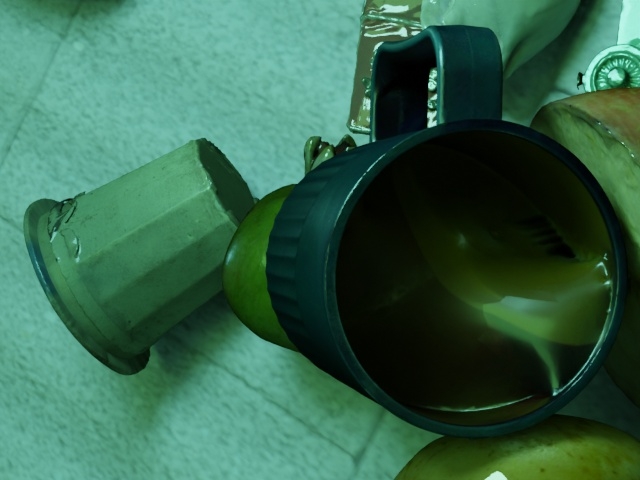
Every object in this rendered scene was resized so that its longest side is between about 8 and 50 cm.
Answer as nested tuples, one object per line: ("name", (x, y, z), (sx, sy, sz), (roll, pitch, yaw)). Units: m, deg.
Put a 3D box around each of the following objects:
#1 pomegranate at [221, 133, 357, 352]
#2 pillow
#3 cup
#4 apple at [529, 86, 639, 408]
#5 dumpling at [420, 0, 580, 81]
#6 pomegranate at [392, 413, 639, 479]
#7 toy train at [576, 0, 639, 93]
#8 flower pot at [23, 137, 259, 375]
("pomegranate", (-0.004, 0.013, 1.683), (0.179, 0.210, 0.179), (1, 57, -2))
("pillow", (0.099, -0.210, 1.755), (0.126, 0.043, 0.232), (8, 83, 13))
("cup", (0.075, -0.001, 1.482), (0.242, 0.292, 0.308), (-29, 96, -10))
("apple", (0.307, -0.002, 1.451), (0.251, 0.163, 0.293), (-152, 42, -69))
("dumpling", (0.173, -0.253, 1.681), (0.151, 0.124, 0.229), (28, 83, 34))
("pomegranate", (0.178, 0.281, 1.430), (0.307, 0.307, 0.307), (-12, 70, 34))
("toy train", (0.334, -0.198, 1.565), (0.177, 0.116, 0.285), (5, 79, 25))
("flower pot", (-0.167, 0.000, 1.840), (0.202, 0.212, 0.212), (-32, 59, 11))
